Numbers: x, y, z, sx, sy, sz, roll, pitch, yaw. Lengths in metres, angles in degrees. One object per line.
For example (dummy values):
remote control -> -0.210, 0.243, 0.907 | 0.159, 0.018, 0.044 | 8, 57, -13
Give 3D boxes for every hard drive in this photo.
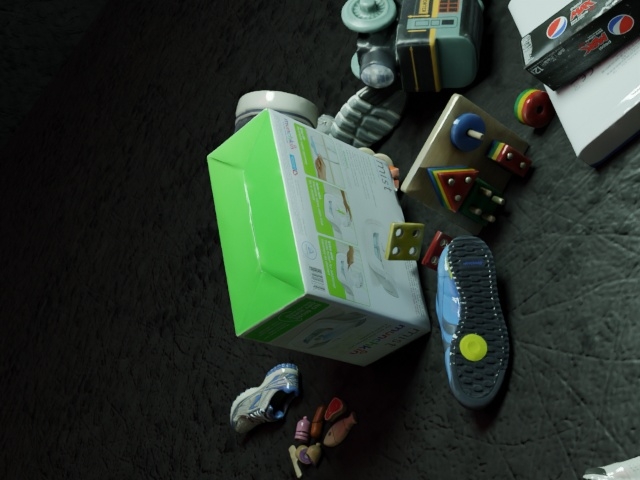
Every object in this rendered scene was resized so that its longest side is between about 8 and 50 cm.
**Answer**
hard drive -> 0.348, -0.260, 1.222 | 0.210, 0.040, 0.319 | -42, 36, 28

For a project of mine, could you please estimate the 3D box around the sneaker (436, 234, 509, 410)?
sneaker -> 0.170, 0.101, 1.185 | 0.082, 0.069, 0.209 | 107, 164, -62

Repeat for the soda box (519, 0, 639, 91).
soda box -> 0.311, -0.245, 1.165 | 0.169, 0.060, 0.053 | -34, 42, 36

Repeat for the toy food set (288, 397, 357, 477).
toy food set -> -0.004, 0.250, 1.346 | 0.122, 0.019, 0.078 | -50, 33, 18

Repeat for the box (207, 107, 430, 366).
box -> 0.000, 0.000, 1.284 | 0.127, 0.231, 0.262 | -33, 56, 32

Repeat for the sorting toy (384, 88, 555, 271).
sorting toy -> 0.180, -0.078, 1.232 | 0.274, 0.132, 0.046 | -60, 33, 2

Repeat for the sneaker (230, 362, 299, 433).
sneaker -> -0.078, 0.232, 1.441 | 0.135, 0.052, 0.058 | -48, 38, 22

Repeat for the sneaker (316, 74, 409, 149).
sneaker -> 0.038, -0.183, 1.575 | 0.229, 0.086, 0.132 | -50, 30, 20

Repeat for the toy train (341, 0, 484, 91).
toy train -> 0.142, -0.349, 1.479 | 0.190, 0.142, 0.334 | 2, 53, 12

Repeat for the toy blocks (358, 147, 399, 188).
toy blocks -> 0.073, -0.061, 1.451 | 0.123, 0.054, 0.148 | -60, 31, 3

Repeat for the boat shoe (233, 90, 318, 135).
boat shoe -> -0.081, -0.107, 1.568 | 0.340, 0.127, 0.158 | 119, 158, -77

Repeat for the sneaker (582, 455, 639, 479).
sneaker -> 0.290, 0.216, 0.935 | 0.109, 0.040, 0.044 | -10, 41, 48
